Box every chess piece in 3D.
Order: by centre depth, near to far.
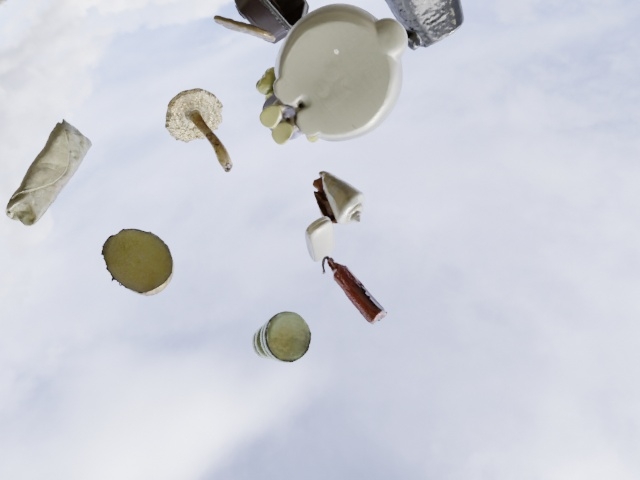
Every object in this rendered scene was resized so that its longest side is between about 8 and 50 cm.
[{"bbox_3d":[-0.133,0.283,1.170,0.133,0.243,0.133,8,-110,-23],"label":"chess piece"}]

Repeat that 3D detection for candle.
[{"bbox_3d":[0.056,0.091,0.780,0.048,0.053,0.162,-35,-112,-15],"label":"candle"}]

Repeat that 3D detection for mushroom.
[{"bbox_3d":[-0.430,-0.448,1.594,0.302,0.233,0.207,26,-125,6],"label":"mushroom"}]

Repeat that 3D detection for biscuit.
[{"bbox_3d":[-0.159,-0.441,0.855,0.147,0.071,0.018,27,-70,21],"label":"biscuit"}]

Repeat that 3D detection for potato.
[{"bbox_3d":[-0.485,0.065,1.100,0.200,0.081,0.164,44,-119,11],"label":"potato"}]

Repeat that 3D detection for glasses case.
[{"bbox_3d":[0.000,0.000,1.136,0.081,0.204,0.051,-32,-114,-13],"label":"glasses case"}]

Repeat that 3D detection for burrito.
[{"bbox_3d":[-0.568,-0.149,0.864,0.059,0.082,0.275,-26,-138,35],"label":"burrito"}]

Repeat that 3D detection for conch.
[{"bbox_3d":[0.072,-0.144,1.412,0.158,0.127,0.255,-56,-138,35],"label":"conch"}]

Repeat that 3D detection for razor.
[{"bbox_3d":[0.250,-0.668,1.062,0.189,0.327,0.107,-26,-133,19],"label":"razor"}]

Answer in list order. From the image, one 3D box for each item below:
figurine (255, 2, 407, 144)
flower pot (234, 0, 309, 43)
[{"bbox_3d":[0.013,-0.185,0.476,0.155,0.127,0.235,-46,-166,18],"label":"figurine"},{"bbox_3d":[-0.120,-0.558,0.958,0.084,0.179,0.250,-28,-141,32],"label":"flower pot"}]
